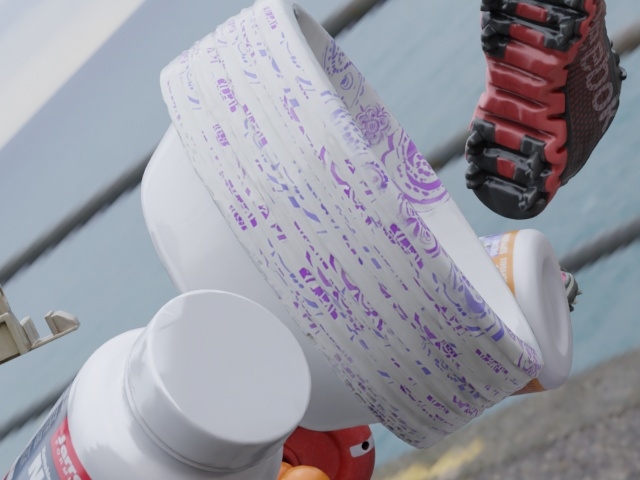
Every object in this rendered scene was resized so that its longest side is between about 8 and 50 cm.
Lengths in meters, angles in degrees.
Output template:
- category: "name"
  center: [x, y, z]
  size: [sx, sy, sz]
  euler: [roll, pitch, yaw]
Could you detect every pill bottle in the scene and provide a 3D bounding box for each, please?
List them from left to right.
- category: "pill bottle"
  center: [-0.080, 0.104, 0.842]
  size: [0.180, 0.108, 0.108]
  euler: [-52, 3, 44]
- category: "pill bottle"
  center: [0.072, 0.067, 1.320]
  size: [0.216, 0.121, 0.121]
  euler: [-11, 23, 18]

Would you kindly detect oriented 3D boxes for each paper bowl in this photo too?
- category: "paper bowl"
  center: [0.000, 0.000, 1.072]
  size: [0.148, 0.284, 0.284]
  euler: [-35, 12, 10]

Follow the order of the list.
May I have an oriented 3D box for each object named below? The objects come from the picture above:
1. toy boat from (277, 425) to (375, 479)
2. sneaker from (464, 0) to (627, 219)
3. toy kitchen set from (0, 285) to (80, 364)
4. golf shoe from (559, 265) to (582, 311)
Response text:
- category: "toy boat"
  center: [-0.039, 0.237, 1.697]
  size: [0.231, 0.151, 0.151]
  euler: [-26, 20, -30]
- category: "sneaker"
  center: [0.194, -0.156, 1.454]
  size: [0.135, 0.097, 0.276]
  euler: [-31, -43, -42]
- category: "toy kitchen set"
  center: [-0.222, 0.044, 1.278]
  size: [0.068, 0.075, 0.083]
  euler: [-24, 5, -1]
- category: "golf shoe"
  center: [0.137, 0.037, 1.622]
  size: [0.105, 0.120, 0.273]
  euler: [-68, 15, -6]
